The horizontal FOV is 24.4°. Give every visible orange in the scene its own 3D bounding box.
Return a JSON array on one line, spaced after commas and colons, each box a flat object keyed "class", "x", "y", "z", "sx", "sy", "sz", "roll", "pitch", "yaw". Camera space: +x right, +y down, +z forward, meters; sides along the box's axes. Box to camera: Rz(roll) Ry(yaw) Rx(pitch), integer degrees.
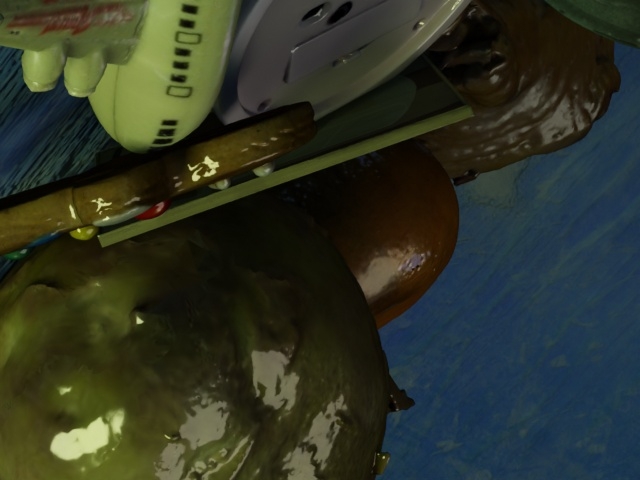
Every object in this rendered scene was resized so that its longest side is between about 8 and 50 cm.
[{"class": "orange", "x": 0.000, "y": 0.000, "z": 1.252, "sx": 0.240, "sy": 0.171, "sz": 0.240, "roll": -34, "pitch": 168, "yaw": -8}]

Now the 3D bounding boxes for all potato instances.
[{"class": "potato", "x": -0.078, "y": 0.065, "z": 0.887, "sx": 0.237, "sy": 0.301, "sz": 0.288, "roll": 106, "pitch": -2, "yaw": -51}]

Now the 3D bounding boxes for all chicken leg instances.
[{"class": "chicken leg", "x": 0.114, "y": -0.140, "z": 1.335, "sx": 0.295, "sy": 0.182, "sz": 0.409, "roll": -32, "pitch": 170, "yaw": 17}]

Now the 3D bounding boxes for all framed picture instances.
[{"class": "framed picture", "x": -0.027, "y": -0.057, "z": 0.809, "sx": 0.201, "sy": 0.010, "sz": 0.136, "roll": -20, "pitch": -158, "yaw": -1}]

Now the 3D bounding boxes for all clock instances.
[{"class": "clock", "x": 0.009, "y": -0.142, "z": 0.733, "sx": 0.197, "sy": 0.068, "sz": 0.197, "roll": -36, "pitch": 162, "yaw": -14}]

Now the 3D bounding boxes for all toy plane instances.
[{"class": "toy plane", "x": -0.057, "y": -0.114, "z": 0.552, "sx": 0.229, "sy": 0.092, "sz": 0.244, "roll": -45, "pitch": 175, "yaw": -34}]

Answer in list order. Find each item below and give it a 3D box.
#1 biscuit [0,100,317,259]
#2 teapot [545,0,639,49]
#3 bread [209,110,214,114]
[{"class": "biscuit", "x": -0.097, "y": -0.019, "z": 0.671, "sx": 0.205, "sy": 0.031, "sz": 0.138, "roll": -20, "pitch": -171, "yaw": -3}, {"class": "teapot", "x": 0.297, "y": -0.307, "z": 1.073, "sx": 0.322, "sy": 0.239, "sz": 0.239, "roll": -36, "pitch": 156, "yaw": -33}, {"class": "bread", "x": -0.035, "y": -0.112, "z": 0.890, "sx": 0.214, "sy": 0.053, "sz": 0.073, "roll": -52, "pitch": 175, "yaw": 30}]
